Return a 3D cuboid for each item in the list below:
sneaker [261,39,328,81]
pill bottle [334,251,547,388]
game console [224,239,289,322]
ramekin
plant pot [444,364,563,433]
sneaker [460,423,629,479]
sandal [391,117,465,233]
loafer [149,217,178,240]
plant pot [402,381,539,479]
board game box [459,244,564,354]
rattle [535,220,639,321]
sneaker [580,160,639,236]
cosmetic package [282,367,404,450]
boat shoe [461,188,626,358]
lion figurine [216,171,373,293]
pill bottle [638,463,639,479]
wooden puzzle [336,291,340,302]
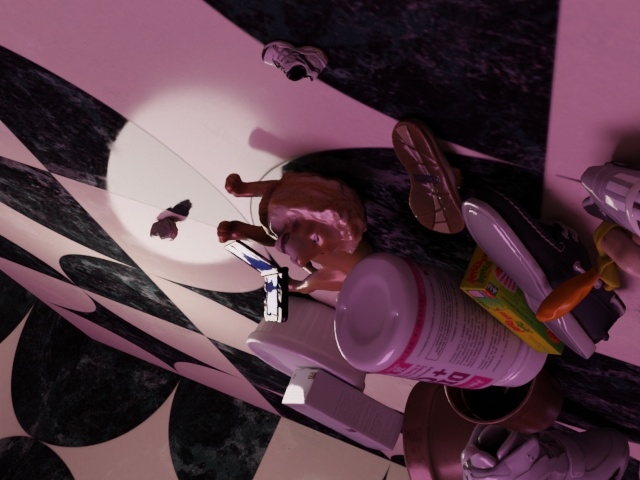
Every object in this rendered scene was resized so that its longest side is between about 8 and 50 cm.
[{"bbox_3d":[-0.034,-0.189,0.862,0.083,0.036,0.032,13,159,35],"label":"sneaker"},{"bbox_3d":[0.175,0.121,1.130,0.283,0.160,0.160,15,168,-32],"label":"pill bottle"},{"bbox_3d":[-0.089,0.057,1.095,0.071,0.107,0.122,1,176,-14],"label":"game console"},{"bbox_3d":[-0.014,0.223,1.744,0.273,0.127,0.273,22,160,8],"label":"ramekin"},{"bbox_3d":[0.324,0.249,1.383,0.167,0.166,0.165,6,161,43],"label":"plant pot"},{"bbox_3d":[0.417,0.399,1.508,0.137,0.366,0.210,-134,27,-58],"label":"sneaker"},{"bbox_3d":[0.134,-0.076,0.941,0.072,0.049,0.180,13,143,39],"label":"sandal"},{"bbox_3d":[-0.303,-0.019,1.613,0.039,0.045,0.125,17,173,-29],"label":"loafer"},{"bbox_3d":[0.327,0.416,1.704,0.229,0.263,0.263,-11,143,31],"label":"plant pot"},{"bbox_3d":[0.267,0.068,1.069,0.181,0.092,0.043,38,158,-31],"label":"board game box"},{"bbox_3d":[0.363,0.072,0.873,0.200,0.142,0.130,25,-175,-21],"label":"rattle"},{"bbox_3d":[0.340,-0.027,0.795,0.229,0.086,0.132,25,-172,-35],"label":"sneaker"},{"bbox_3d":[0.048,0.353,1.687,0.231,0.085,0.117,30,159,-19],"label":"cosmetic package"},{"bbox_3d":[0.272,0.025,0.967,0.302,0.091,0.114,46,177,-40],"label":"boat shoe"},{"bbox_3d":[0.000,0.000,1.202,0.240,0.142,0.392,7,168,24],"label":"lion figurine"},{"bbox_3d":[0.660,0.400,1.381,0.131,0.131,0.229,26,160,-1],"label":"pill bottle"},{"bbox_3d":[0.177,0.150,1.467,0.239,0.044,0.221,1,149,40],"label":"wooden puzzle"}]
